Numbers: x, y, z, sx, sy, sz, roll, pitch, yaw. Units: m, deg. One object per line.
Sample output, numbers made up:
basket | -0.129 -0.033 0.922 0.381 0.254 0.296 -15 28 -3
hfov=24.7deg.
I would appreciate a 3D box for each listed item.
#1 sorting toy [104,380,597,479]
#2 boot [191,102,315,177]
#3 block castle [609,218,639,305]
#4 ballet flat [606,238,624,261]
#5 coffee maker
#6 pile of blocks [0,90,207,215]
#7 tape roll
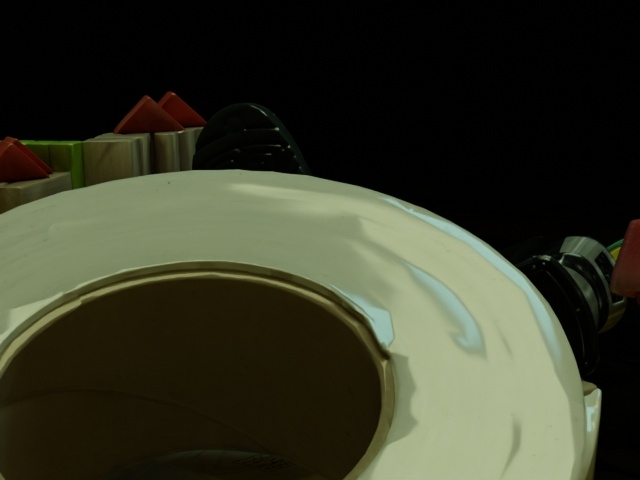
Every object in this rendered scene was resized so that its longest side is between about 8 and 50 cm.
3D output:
sorting toy | -0.028 0.123 0.787 0.255 0.089 0.257 7 11 43
boot | 0.000 0.000 1.199 0.094 0.247 0.207 -23 1 21
block castle | 0.452 0.030 1.052 0.453 0.213 0.303 9 -2 18
ballet flat | 0.419 0.001 1.678 0.231 0.077 0.077 -35 -19 37
coffee maker | 0.145 0.059 1.147 0.171 0.120 0.178 1 7 19
pile of blocks | -0.175 -0.063 1.210 0.149 0.113 0.362 8 14 41
tape roll | -0.045 0.091 0.538 0.286 0.100 0.286 -1 35 1
